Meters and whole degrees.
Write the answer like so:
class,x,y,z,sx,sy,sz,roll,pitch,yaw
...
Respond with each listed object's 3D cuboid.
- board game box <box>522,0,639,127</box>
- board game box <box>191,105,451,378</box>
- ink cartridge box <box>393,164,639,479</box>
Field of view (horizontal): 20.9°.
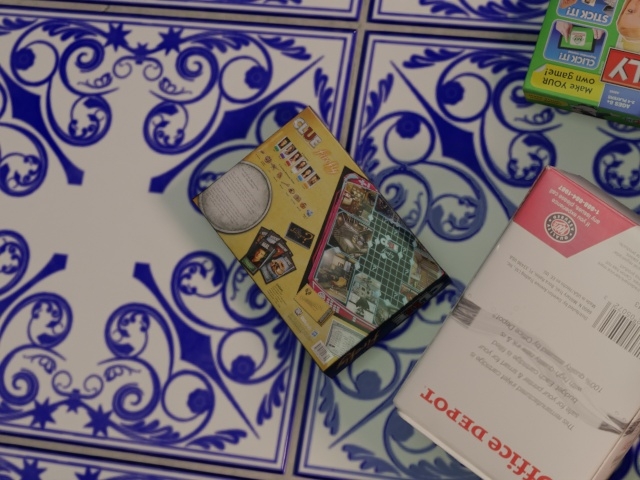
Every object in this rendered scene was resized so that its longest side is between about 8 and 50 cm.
class,x,y,z,sx,sy,sz,roll,pitch,yaw
board game box,0.391,-0.210,1.788,0.317,0.046,0.213,15,79,17
board game box,0.000,0.000,1.831,0.165,0.042,0.243,-38,70,2
ink cartridge box,0.235,0.101,1.676,0.207,0.117,0.283,36,101,19
